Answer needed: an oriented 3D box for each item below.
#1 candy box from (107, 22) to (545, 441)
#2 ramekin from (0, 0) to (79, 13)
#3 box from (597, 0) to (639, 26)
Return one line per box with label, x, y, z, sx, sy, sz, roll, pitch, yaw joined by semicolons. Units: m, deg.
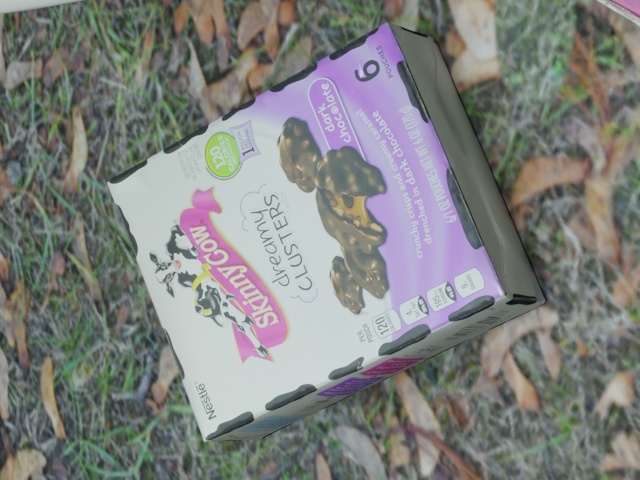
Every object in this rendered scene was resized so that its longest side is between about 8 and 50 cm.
candy box;0.000;0.000;1.100;0.196;0.070;0.165;-28;76;22
ramekin;-0.159;-0.214;1.154;0.277;0.277;0.135;7;111;49
box;0.160;-0.182;0.793;0.213;0.243;0.117;38;125;39
